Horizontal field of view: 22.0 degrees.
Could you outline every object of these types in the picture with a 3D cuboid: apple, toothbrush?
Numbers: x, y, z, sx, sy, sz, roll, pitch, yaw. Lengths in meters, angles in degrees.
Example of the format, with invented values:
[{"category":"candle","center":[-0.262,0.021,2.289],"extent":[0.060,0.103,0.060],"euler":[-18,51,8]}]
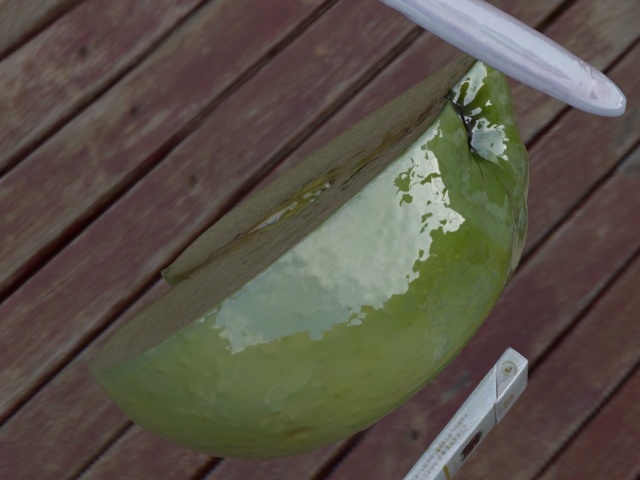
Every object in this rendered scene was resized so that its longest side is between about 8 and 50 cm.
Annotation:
[{"category":"apple","center":[0.000,0.000,1.288],"extent":[0.312,0.360,0.320],"euler":[24,43,-48]},{"category":"toothbrush","center":[0.002,-0.126,0.714],"extent":[0.307,0.029,0.025],"euler":[27,67,-13]}]

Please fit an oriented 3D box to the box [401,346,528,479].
[{"category":"box","center":[0.109,0.165,1.329],"extent":[0.024,0.090,0.167],"euler":[38,81,16]}]
